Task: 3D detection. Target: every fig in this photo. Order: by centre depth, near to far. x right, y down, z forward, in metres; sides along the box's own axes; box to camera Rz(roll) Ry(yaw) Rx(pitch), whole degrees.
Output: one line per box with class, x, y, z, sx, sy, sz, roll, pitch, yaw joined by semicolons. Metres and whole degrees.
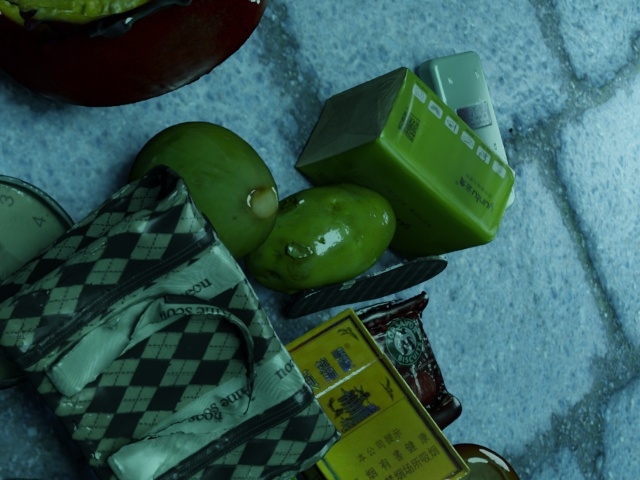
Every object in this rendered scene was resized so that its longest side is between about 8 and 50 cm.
fig;-0.158;-0.050;1.655;0.207;0.230;0.207;-16;129;-21

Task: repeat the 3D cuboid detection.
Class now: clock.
clock;-0.418;0.051;1.526;0.280;0.055;0.281;8;77;-39

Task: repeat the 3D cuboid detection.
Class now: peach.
peach;-0.243;-0.357;1.517;0.353;0.416;0.339;3;74;-39

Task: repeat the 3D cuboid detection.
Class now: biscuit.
biscuit;0.143;0.204;1.965;0.151;0.063;0.235;-21;93;-41

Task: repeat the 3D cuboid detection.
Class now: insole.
insole;0.076;0.073;1.910;0.309;0.110;0.012;-12;63;-37

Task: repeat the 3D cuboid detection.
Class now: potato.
potato;0.000;0.000;1.800;0.253;0.186;0.149;-20;74;-29

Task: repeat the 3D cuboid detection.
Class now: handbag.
handbag;-0.210;0.161;1.515;0.316;0.180;0.416;-34;109;-13

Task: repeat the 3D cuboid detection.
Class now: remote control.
remote control;0.262;-0.182;2.140;0.140;0.056;0.296;-19;96;-39

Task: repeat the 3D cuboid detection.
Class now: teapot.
teapot;0.220;0.429;1.960;0.252;0.135;0.178;-8;53;-23

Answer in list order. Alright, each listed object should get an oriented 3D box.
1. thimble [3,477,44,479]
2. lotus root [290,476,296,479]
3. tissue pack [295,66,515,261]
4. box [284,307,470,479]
thimble;-0.339;0.394;1.474;0.235;0.143;0.198;24;68;-37
lotus root;-0.091;0.356;1.672;0.186;0.186;0.186;8;77;-39
tissue pack;0.139;-0.113;1.929;0.274;0.200;0.167;40;57;-27
box;0.047;0.271;1.757;0.193;0.084;0.301;-29;74;-28
